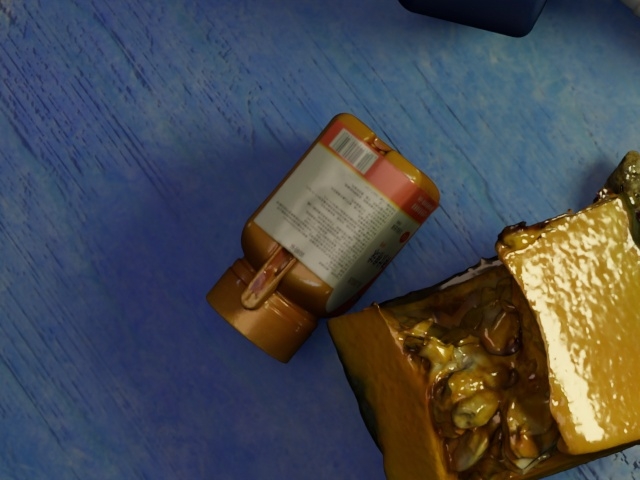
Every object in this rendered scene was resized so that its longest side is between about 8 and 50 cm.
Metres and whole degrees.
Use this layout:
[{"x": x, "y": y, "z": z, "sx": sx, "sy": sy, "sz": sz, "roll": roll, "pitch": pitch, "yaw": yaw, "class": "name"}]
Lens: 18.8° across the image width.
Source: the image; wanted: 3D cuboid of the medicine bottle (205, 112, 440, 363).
[{"x": 0.001, "y": 0.001, "z": 1.818, "sx": 0.112, "sy": 0.149, "sz": 0.222, "roll": 40, "pitch": 93, "yaw": 14, "class": "medicine bottle"}]

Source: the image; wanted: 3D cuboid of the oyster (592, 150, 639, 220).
[{"x": 0.297, "y": -0.009, "z": 1.806, "sx": 0.103, "sy": 0.051, "sz": 0.148, "roll": -18, "pitch": 79, "yaw": 9, "class": "oyster"}]

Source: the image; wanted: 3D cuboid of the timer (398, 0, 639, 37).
[{"x": 0.286, "y": -0.270, "z": 1.758, "sx": 0.383, "sy": 0.270, "sz": 0.270, "roll": 23, "pitch": 88, "yaw": 3, "class": "timer"}]

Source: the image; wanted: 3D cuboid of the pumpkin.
[{"x": 0.179, "y": 0.102, "z": 1.716, "sx": 0.303, "sy": 0.256, "sz": 0.225, "roll": -22, "pitch": 83, "yaw": 35, "class": "pumpkin"}]
